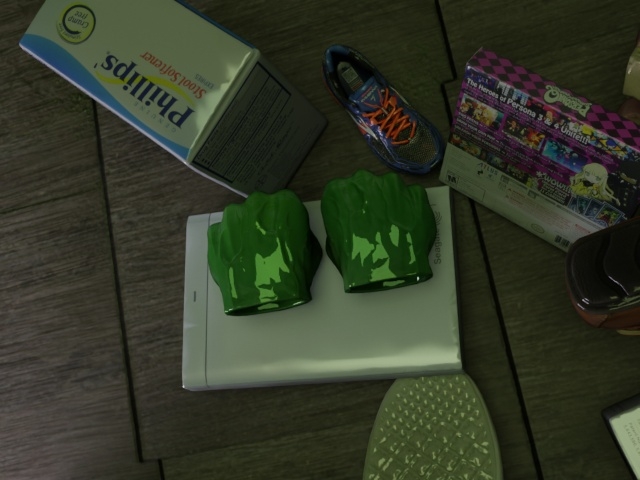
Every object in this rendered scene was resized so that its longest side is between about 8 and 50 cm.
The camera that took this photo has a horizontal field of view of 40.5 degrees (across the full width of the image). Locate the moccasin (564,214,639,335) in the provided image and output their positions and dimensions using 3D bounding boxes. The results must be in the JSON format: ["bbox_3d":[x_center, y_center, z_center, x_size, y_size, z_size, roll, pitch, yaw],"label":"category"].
[{"bbox_3d":[0.437,0.012,0.843,0.380,0.147,0.139,-26,57,23],"label":"moccasin"}]

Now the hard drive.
[{"bbox_3d":[-0.002,0.063,1.100,0.353,0.047,0.233,-6,71,14],"label":"hard drive"}]

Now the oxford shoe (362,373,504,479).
[{"bbox_3d":[0.146,0.364,0.998,0.169,0.130,0.449,-13,64,17],"label":"oxford shoe"}]

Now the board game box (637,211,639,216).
[{"bbox_3d":[0.396,0.043,0.983,0.026,0.103,0.154,-19,77,12],"label":"board game box"}]

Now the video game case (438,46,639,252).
[{"bbox_3d":[0.255,-0.087,0.991,0.232,0.210,0.042,31,61,18],"label":"video game case"}]

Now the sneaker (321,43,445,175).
[{"bbox_3d":[0.071,-0.168,1.110,0.083,0.087,0.221,-46,73,5],"label":"sneaker"}]

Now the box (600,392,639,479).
[{"bbox_3d":[0.393,0.242,0.913,0.119,0.181,0.182,-27,76,10],"label":"box"}]

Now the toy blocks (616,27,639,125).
[{"bbox_3d":[0.486,-0.215,0.927,0.288,0.309,0.260,18,45,24],"label":"toy blocks"}]

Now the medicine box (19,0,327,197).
[{"bbox_3d":[-0.165,-0.189,1.070,0.263,0.289,0.149,35,92,17],"label":"medicine box"}]

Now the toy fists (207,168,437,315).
[{"bbox_3d":[0.000,0.000,1.045,0.279,0.096,0.142,-11,77,11],"label":"toy fists"}]
